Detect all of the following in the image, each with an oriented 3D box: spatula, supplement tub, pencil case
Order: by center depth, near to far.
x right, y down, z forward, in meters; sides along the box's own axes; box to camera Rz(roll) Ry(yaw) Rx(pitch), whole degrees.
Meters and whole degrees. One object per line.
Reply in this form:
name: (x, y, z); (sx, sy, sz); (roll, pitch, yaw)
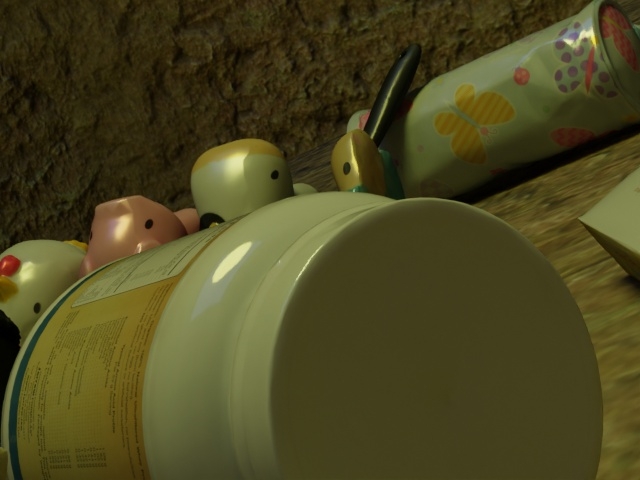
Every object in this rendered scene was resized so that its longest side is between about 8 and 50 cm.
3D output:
supplement tub: (-0.015, 0.062, 0.480); (0.144, 0.144, 0.200); (-32, 9, -32)
spatula: (0.013, -0.050, 1.148); (0.296, 0.030, 0.084); (-58, 17, -20)
pencil case: (0.157, -0.109, 1.195); (0.273, 0.113, 0.124); (-23, -4, 32)

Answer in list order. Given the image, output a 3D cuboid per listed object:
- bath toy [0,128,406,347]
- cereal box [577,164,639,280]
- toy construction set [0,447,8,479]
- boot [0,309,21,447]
bath toy: (-0.110, 0.019, 1.017); (0.348, 0.151, 0.129); (-16, 27, 20)
cereal box: (0.235, -0.066, 0.625); (0.240, 0.047, 0.173); (-42, 6, 4)
toy construction set: (-0.098, 0.118, 0.322); (0.328, 0.151, 0.215); (10, 18, 42)
boot: (-0.243, 0.067, 0.829); (0.131, 0.260, 0.348); (-30, 7, -18)
